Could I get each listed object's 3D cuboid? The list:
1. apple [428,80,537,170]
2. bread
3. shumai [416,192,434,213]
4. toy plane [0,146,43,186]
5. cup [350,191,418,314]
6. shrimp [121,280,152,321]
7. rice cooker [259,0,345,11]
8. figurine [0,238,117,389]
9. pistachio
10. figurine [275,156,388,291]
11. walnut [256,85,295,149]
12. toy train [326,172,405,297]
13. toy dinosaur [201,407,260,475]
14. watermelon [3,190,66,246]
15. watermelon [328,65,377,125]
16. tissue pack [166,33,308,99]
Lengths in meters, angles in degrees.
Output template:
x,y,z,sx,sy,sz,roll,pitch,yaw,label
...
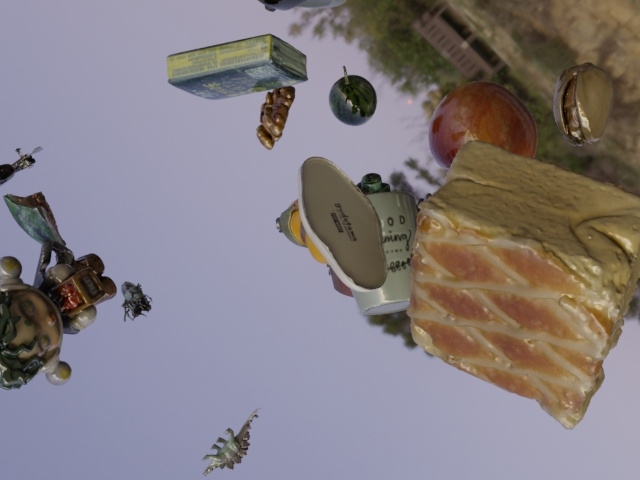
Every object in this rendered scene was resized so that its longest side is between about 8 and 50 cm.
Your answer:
x,y,z,sx,sy,sz,roll,pitch,yaw,label
0.446,-0.297,2.414,0.301,0.301,0.301,38,-156,-20,apple
0.359,0.070,1.575,0.390,0.371,0.279,26,-134,24,bread
0.328,-0.042,2.488,0.189,0.255,0.218,-17,-159,-30,shumai
-0.697,-0.150,1.950,0.053,0.197,0.078,54,-177,-4,toy plane
0.169,0.026,1.905,0.186,0.258,0.234,85,174,-75,cup
-0.450,0.138,2.097,0.076,0.082,0.174,55,171,-27,shrimp
-0.055,-0.726,2.157,0.335,0.325,0.335,10,179,0,rice cooker
-0.536,0.148,1.694,0.261,0.186,0.382,55,-145,-4,figurine
0.466,-0.242,1.572,0.113,0.149,0.113,3,-172,0,pistachio
0.000,0.000,1.495,0.167,0.141,0.250,7,-124,-41,figurine
-0.114,-0.311,2.176,0.069,0.143,0.170,20,-130,-11,walnut
0.118,-0.014,2.290,0.150,0.304,0.221,19,-138,40,toy train
-0.208,0.490,2.141,0.082,0.209,0.039,39,173,-9,toy dinosaur
-0.593,-0.040,1.892,0.080,0.101,0.155,-31,-69,-37,watermelon
0.087,-0.414,2.532,0.187,0.141,0.140,63,-177,-48,watermelon
-0.180,-0.374,1.939,0.185,0.257,0.081,10,-104,-66,tissue pack
